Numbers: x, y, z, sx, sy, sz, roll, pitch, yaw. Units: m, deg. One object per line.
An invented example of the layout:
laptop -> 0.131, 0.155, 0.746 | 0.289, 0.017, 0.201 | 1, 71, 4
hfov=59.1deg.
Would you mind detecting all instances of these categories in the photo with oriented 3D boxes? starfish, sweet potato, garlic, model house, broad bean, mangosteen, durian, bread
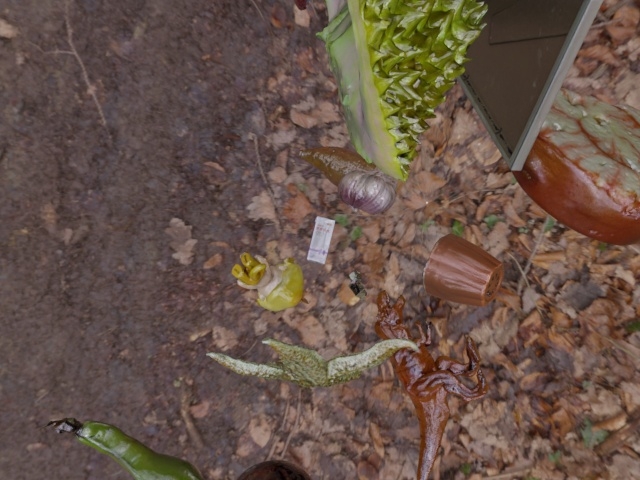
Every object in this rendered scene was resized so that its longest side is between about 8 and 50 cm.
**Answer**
starfish -> -0.029, 0.232, 1.037 | 0.358, 0.347, 0.078 | 1, 74, -13
sweet potato -> 0.086, -0.201, 1.650 | 0.337, 0.131, 0.131 | 14, 96, 18
garlic -> 0.110, -0.115, 1.395 | 0.147, 0.159, 0.101 | 21, 96, -33
model house -> 0.128, 0.150, 1.926 | 0.057, 0.058, 0.083 | -46, 59, 15
broad bean -> -0.241, 0.334, 0.808 | 0.318, 0.098, 0.055 | 25, 92, -2
mangosteen -> -0.085, 0.544, 1.148 | 0.193, 0.217, 0.192 | -5, 70, 14
durian -> 0.038, -0.213, 0.526 | 0.158, 0.351, 0.169 | 23, 122, -24
bread -> 0.493, -0.136, 1.000 | 0.328, 0.114, 0.294 | 13, 52, -16

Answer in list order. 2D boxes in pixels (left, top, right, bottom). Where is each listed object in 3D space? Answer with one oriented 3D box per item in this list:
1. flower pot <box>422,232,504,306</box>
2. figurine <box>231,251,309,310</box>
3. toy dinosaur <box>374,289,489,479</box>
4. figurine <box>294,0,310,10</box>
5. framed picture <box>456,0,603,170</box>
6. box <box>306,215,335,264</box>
flower pot -> 0.403, 0.091, 1.565 | 0.173, 0.191, 0.190 | 22, 98, 34
figurine -> -0.119, 0.103, 1.419 | 0.131, 0.246, 0.156 | 39, 96, 39
toy dinosaur -> 0.232, 0.292, 1.114 | 0.208, 0.097, 0.431 | -19, 80, 23
figurine -> 0.063, -0.389, 0.828 | 0.185, 0.234, 0.127 | -30, 90, 23
framed picture -> 0.227, -0.257, 0.693 | 0.020, 0.289, 0.211 | 1, 134, -10
box -> 0.000, 0.000, 1.426 | 0.051, 0.036, 0.117 | 13, 86, -5
